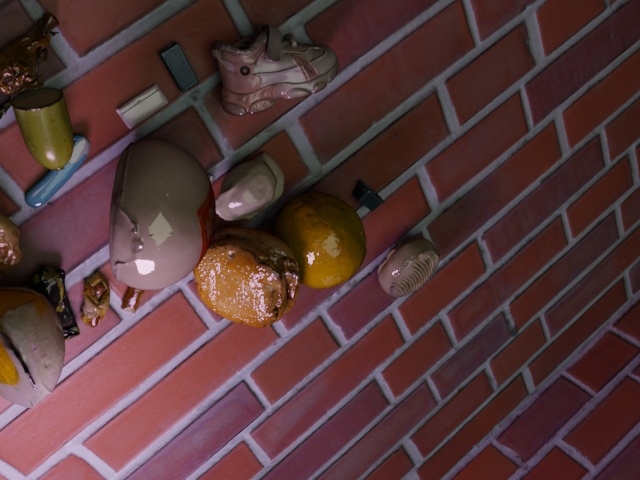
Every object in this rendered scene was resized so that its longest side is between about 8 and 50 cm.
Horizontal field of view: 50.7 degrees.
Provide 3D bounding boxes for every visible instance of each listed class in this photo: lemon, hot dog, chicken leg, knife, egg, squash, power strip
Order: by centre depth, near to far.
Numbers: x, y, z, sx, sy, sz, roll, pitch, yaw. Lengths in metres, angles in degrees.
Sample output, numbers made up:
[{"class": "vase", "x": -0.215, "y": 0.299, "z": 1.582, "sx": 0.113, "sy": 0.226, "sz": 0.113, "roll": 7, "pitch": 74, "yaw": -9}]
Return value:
[{"class": "chicken leg", "x": -0.650, "y": -0.415, "z": 1.510, "sx": 0.208, "sy": 0.101, "sz": 0.085, "roll": -56, "pitch": 160, "yaw": -10}, {"class": "squash", "x": -0.635, "y": -0.252, "z": 1.579, "sx": 0.123, "sy": 0.123, "sz": 0.187, "roll": -23, "pitch": 125, "yaw": -23}, {"class": "egg", "x": -0.741, "y": 0.239, "z": 1.661, "sx": 0.201, "sy": 0.336, "sz": 0.337, "roll": -42, "pitch": 134, "yaw": -41}, {"class": "knife", "x": -0.648, "y": -0.171, "z": 1.667, "sx": 0.064, "sy": 0.031, "sz": 0.222, "roll": 40, "pitch": 91, "yaw": -29}, {"class": "power strip", "x": -0.361, "y": -0.440, "z": 1.725, "sx": 0.056, "sy": 0.032, "sz": 0.123, "roll": -37, "pitch": 128, "yaw": -13}, {"class": "hot dog", "x": -0.610, "y": 0.171, "z": 1.841, "sx": 0.078, "sy": 0.061, "sz": 0.169, "roll": -2, "pitch": 114, "yaw": -35}, {"class": "lemon", "x": 0.000, "y": 0.000, "z": 2.029, "sx": 0.297, "sy": 0.297, "sz": 0.297, "roll": -15, "pitch": 120, "yaw": -28}]

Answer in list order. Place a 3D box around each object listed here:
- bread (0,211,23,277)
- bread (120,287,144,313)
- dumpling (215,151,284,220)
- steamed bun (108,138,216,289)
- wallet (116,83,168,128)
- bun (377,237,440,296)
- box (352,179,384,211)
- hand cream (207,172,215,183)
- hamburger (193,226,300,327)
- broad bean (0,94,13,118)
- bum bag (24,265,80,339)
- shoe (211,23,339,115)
[{"class": "bread", "x": -0.824, "y": 0.013, "z": 1.575, "sx": 0.244, "sy": 0.134, "sz": 0.245, "roll": -16, "pitch": 124, "yaw": -26}, {"class": "bread", "x": -0.530, "y": 0.162, "z": 1.908, "sx": 0.046, "sy": 0.036, "sz": 0.083, "roll": 20, "pitch": 102, "yaw": -30}, {"class": "dumpling", "x": -0.199, "y": -0.142, "z": 1.923, "sx": 0.250, "sy": 0.132, "sz": 0.162, "roll": -44, "pitch": 122, "yaw": -27}, {"class": "steamed bun", "x": -0.381, "y": -0.062, "z": 1.670, "sx": 0.241, "sy": 0.374, "sz": 0.375, "roll": 3, "pitch": 113, "yaw": -11}, {"class": "wallet", "x": -0.453, "y": -0.341, "z": 1.719, "sx": 0.122, "sy": 0.025, "sz": 0.061, "roll": -38, "pitch": 121, "yaw": -13}, {"class": "bun", "x": 0.302, "y": 0.080, "z": 2.356, "sx": 0.239, "sy": 0.141, "sz": 0.239, "roll": -31, "pitch": 150, "yaw": -20}, {"class": "box", "x": 0.153, "y": -0.141, "z": 2.198, "sx": 0.054, "sy": 0.074, "sz": 0.099, "roll": -49, "pitch": 130, "yaw": 10}, {"class": "hand cream", "x": -0.357, "y": -0.093, "z": 1.903, "sx": 0.052, "sy": 0.038, "sz": 0.216, "roll": 31, "pitch": 100, "yaw": -16}, {"class": "hamburger", "x": -0.202, "y": 0.102, "z": 1.937, "sx": 0.170, "sy": 0.314, "sz": 0.290, "roll": -54, "pitch": 150, "yaw": -50}, {"class": "broad bean", "x": -0.835, "y": -0.284, "z": 1.474, "sx": 0.317, "sy": 0.056, "sz": 0.098, "roll": -19, "pitch": 103, "yaw": -35}, {"class": "bum bag", "x": -0.706, "y": 0.169, "z": 1.775, "sx": 0.106, "sy": 0.060, "sz": 0.233, "roll": -16, "pitch": 121, "yaw": -21}, {"class": "shoe", "x": -0.115, "y": -0.472, "z": 1.786, "sx": 0.350, "sy": 0.172, "sz": 0.198, "roll": -28, "pitch": 122, "yaw": -22}]
